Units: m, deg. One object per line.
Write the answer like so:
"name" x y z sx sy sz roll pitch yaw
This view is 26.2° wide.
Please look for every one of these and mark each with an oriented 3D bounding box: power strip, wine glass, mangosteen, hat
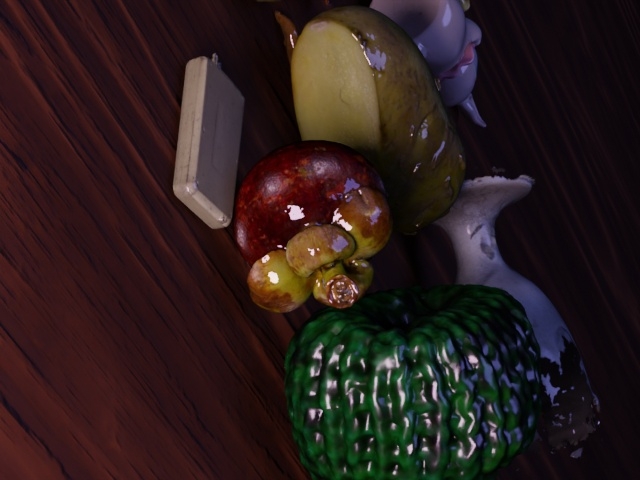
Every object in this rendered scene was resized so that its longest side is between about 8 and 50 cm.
"power strip" -0.102 -0.096 1.268 0.076 0.028 0.169 45 40 -47
"wine glass" 0.208 0.102 1.642 0.190 0.190 0.357 18 55 -62
"mangosteen" 0.004 -0.002 1.272 0.145 0.156 0.181 6 40 -55
"hat" 0.104 0.215 1.314 0.274 0.242 0.332 -18 106 -50

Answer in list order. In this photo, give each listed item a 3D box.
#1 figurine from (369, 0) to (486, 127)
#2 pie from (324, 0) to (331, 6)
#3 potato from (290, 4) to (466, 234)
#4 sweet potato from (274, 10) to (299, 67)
"figurine" 0.150 -0.247 1.793 0.235 0.127 0.155 45 28 -56
"pie" -0.025 -0.356 1.572 0.170 0.034 0.092 56 27 -29
"potato" 0.058 -0.129 1.482 0.298 0.141 0.176 56 44 -36
"sweet potato" -0.024 -0.197 1.498 0.026 0.026 0.115 -38 111 -64
